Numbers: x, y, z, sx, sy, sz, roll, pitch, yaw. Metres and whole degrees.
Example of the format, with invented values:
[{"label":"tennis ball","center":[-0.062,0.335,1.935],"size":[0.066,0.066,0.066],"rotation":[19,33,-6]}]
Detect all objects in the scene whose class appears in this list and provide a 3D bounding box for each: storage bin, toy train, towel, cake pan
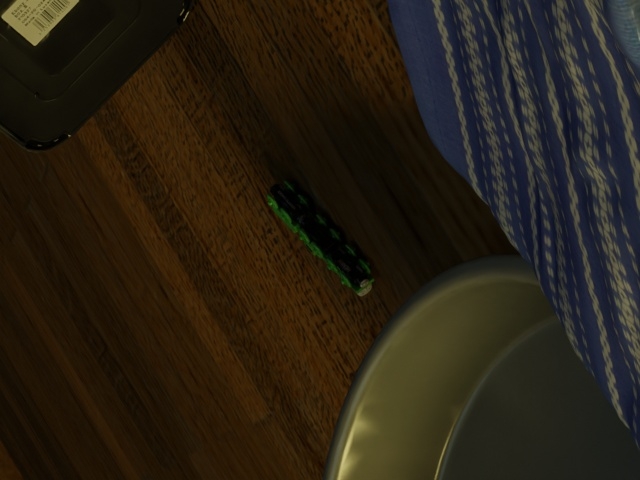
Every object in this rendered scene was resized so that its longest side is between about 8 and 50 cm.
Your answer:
[{"label":"storage bin","center":[-0.159,-0.138,0.934],"size":[0.084,0.122,0.180],"rotation":[45,-179,33]},{"label":"toy train","center":[0.000,0.000,0.983],"size":[0.083,0.017,0.024],"rotation":[47,168,33]},{"label":"towel","center":[0.059,-0.045,0.564],"size":[0.336,0.040,0.243],"rotation":[-113,3,-56]},{"label":"cake pan","center":[0.088,0.152,0.732],"size":[0.293,0.054,0.293],"rotation":[-8,81,61]}]
